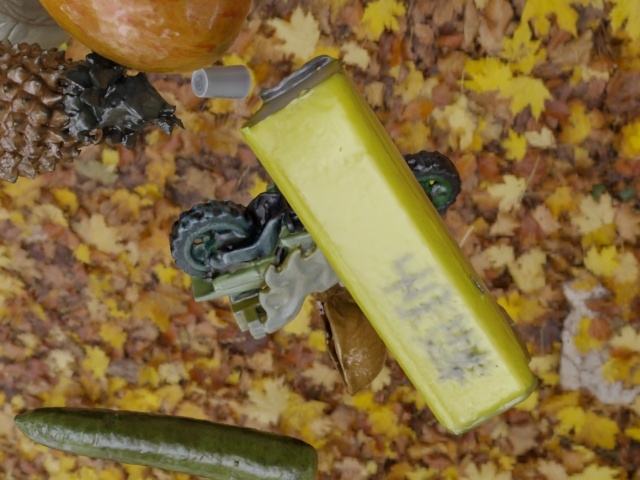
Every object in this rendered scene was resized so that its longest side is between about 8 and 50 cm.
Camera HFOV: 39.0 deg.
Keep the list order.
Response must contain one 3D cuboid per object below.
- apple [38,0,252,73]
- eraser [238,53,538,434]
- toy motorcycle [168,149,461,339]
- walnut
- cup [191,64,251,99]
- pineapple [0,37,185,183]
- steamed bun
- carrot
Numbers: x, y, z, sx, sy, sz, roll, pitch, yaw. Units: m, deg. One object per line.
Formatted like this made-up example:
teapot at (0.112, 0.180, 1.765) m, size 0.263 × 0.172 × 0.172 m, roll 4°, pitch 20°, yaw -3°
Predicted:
apple at (-0.230, -0.365, 1.151) m, size 0.275 × 0.299 × 0.299 m, roll 12°, pitch 138°, yaw -33°
eraser at (0.043, -0.005, 0.557) m, size 0.069 × 0.158 × 0.226 m, roll -33°, pitch 102°, yaw 7°
toy motorcycle at (0.000, 0.000, 1.279) m, size 0.410 × 0.168 × 0.237 m, roll -13°, pitch 135°, yaw -5°
walnut at (0.054, 0.143, 1.346) m, size 0.087 × 0.211 × 0.167 m, roll -14°, pitch 105°, yaw -6°
cup at (-0.217, -0.330, 1.921) m, size 0.104 × 0.116 × 0.074 m, roll -22°, pitch 81°, yaw 49°
pineapple at (-0.372, -0.195, 1.289) m, size 0.358 × 0.222 × 0.222 m, roll -5°, pitch 130°, yaw 10°
steamed bun at (-0.606, -0.454, 1.758) m, size 0.247 × 0.383 × 0.236 m, roll -19°, pitch 104°, yaw 27°
carrot at (-0.174, 0.240, 1.056) m, size 0.359 × 0.074 × 0.074 m, roll 14°, pitch 133°, yaw -15°
